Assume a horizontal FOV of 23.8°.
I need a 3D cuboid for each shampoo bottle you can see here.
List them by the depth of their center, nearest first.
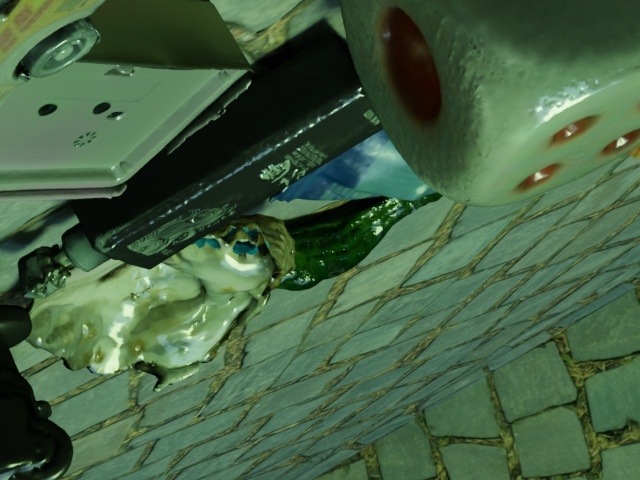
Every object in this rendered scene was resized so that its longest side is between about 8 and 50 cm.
[{"bbox_3d":[-0.096,-0.047,1.150,0.309,0.071,0.098,-29,167,12],"label":"shampoo bottle"}]

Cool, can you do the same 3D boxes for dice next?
[{"bbox_3d":[0.135,-0.146,0.999,0.191,0.194,0.193,-22,162,-16],"label":"dice"}]

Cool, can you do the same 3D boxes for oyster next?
[{"bbox_3d":[-0.145,0.040,1.318,0.214,0.083,0.223,-40,144,13],"label":"oyster"}]

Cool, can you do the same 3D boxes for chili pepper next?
[{"bbox_3d":[0.000,0.000,1.472,0.278,0.065,0.122,-22,150,-29],"label":"chili pepper"}]

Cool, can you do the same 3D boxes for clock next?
[{"bbox_3d":[-0.154,-0.089,0.910,0.147,0.071,0.192,-38,162,31],"label":"clock"}]

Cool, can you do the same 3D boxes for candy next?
[{"bbox_3d":[0.109,-0.095,1.340,0.331,0.077,0.187,-11,150,-48],"label":"candy"}]

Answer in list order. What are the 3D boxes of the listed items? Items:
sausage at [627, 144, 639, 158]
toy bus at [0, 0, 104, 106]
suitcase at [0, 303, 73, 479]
[{"bbox_3d":[0.364,-0.158,1.573,0.071,0.071,0.234,-25,163,-11],"label":"sausage"},{"bbox_3d":[-0.221,-0.077,0.740,0.342,0.097,0.138,-38,175,29],"label":"toy bus"},{"bbox_3d":[-0.373,0.203,1.240,0.339,0.188,0.345,-21,163,-15],"label":"suitcase"}]
